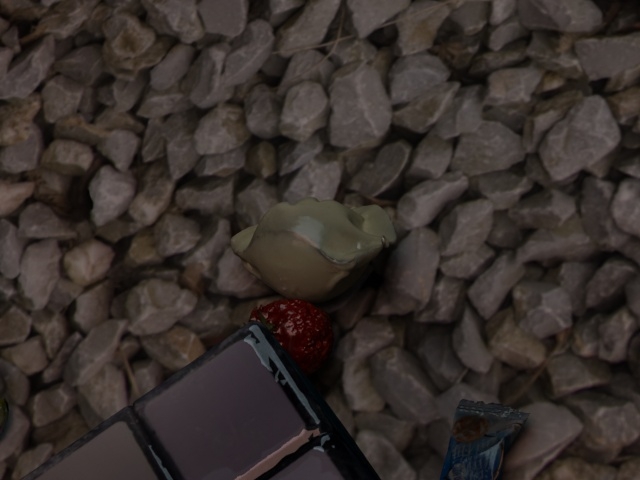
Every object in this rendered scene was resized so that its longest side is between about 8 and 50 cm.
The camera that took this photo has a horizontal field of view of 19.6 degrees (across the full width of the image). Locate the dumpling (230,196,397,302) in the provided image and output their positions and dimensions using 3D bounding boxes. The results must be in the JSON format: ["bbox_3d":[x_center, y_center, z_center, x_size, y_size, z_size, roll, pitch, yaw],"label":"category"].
[{"bbox_3d":[-0.002,-0.003,2.107,0.181,0.111,0.155,34,46,25],"label":"dumpling"}]

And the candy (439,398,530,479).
[{"bbox_3d":[0.167,0.228,1.948,0.088,0.038,0.136,-1,53,35],"label":"candy"}]

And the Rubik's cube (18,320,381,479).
[{"bbox_3d":[-0.068,0.323,1.808,0.313,0.318,0.316,-35,57,-2],"label":"Rubik's cube"}]

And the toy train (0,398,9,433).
[{"bbox_3d":[-0.481,0.220,2.125,0.177,0.134,0.261,17,68,27],"label":"toy train"}]

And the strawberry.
[{"bbox_3d":[-0.027,0.107,2.053,0.106,0.106,0.106,-9,59,15],"label":"strawberry"}]
